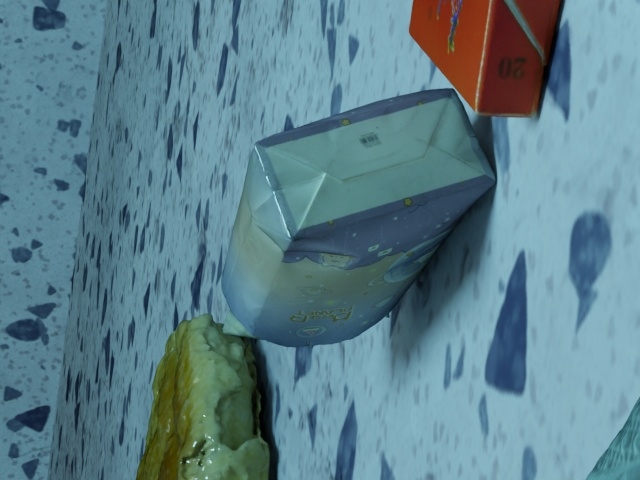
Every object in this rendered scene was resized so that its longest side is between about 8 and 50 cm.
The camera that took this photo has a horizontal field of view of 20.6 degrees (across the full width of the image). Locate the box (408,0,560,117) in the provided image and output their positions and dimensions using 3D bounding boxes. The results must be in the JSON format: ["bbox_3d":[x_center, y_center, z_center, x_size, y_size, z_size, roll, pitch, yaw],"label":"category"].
[{"bbox_3d":[0.089,-0.192,0.804,0.139,0.035,0.245,-114,33,-64],"label":"box"}]

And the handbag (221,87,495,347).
[{"bbox_3d":[0.007,-0.010,0.906,0.173,0.117,0.095,117,135,-64],"label":"handbag"}]

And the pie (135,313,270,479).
[{"bbox_3d":[-0.101,0.220,1.389,0.339,0.083,0.339,-172,90,-77],"label":"pie"}]

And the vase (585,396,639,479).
[{"bbox_3d":[0.108,0.084,0.504,0.096,0.096,0.219,-99,22,-47],"label":"vase"}]
